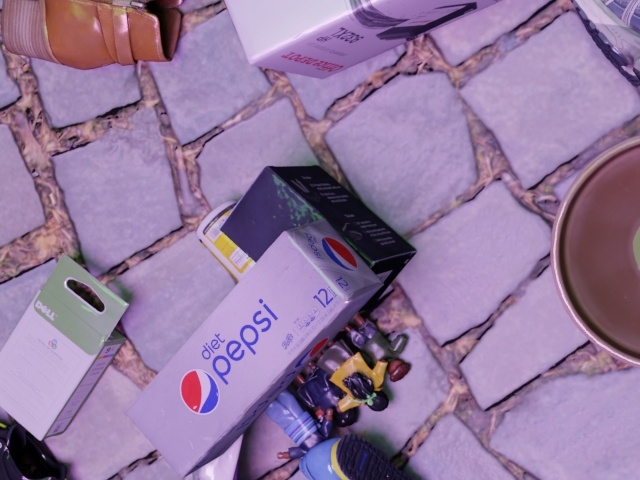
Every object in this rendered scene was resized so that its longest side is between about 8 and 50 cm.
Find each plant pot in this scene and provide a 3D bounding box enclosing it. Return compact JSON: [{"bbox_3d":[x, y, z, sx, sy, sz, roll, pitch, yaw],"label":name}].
[{"bbox_3d":[0.357,0.010,1.292,0.237,0.110,0.237,1,92,19],"label":"plant pot"}]

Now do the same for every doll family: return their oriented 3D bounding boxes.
[{"bbox_3d":[0.020,0.174,1.441,0.111,0.076,0.193,46,111,8],"label":"doll family"}]

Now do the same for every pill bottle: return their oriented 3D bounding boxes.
[{"bbox_3d":[-0.083,0.014,1.471,0.116,0.065,0.065,47,106,12],"label":"pill bottle"}]

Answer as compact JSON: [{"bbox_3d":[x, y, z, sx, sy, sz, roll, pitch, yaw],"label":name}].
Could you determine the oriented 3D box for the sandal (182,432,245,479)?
[{"bbox_3d":[-0.108,0.330,1.464,0.102,0.169,0.416,9,97,-13],"label":"sandal"}]

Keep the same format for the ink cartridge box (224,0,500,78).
[{"bbox_3d":[0.075,-0.286,1.319,0.307,0.223,0.129,-22,86,19],"label":"ink cartridge box"}]

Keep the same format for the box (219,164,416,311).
[{"bbox_3d":[0.000,0.000,1.393,0.158,0.156,0.093,42,106,14],"label":"box"}]

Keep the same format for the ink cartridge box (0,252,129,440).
[{"bbox_3d":[-0.312,0.127,1.558,0.109,0.062,0.209,37,103,14],"label":"ink cartridge box"}]

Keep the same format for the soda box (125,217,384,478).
[{"bbox_3d":[-0.070,0.110,1.302,0.098,0.091,0.286,47,116,12],"label":"soda box"}]

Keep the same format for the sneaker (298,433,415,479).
[{"bbox_3d":[0.063,0.294,1.412,0.209,0.069,0.082,44,133,-17],"label":"sneaker"}]

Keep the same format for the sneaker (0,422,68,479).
[{"bbox_3d":[-0.399,0.246,1.580,0.234,0.084,0.097,37,119,4],"label":"sneaker"}]

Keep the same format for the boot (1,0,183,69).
[{"bbox_3d":[-0.267,-0.342,1.497,0.220,0.109,0.283,7,96,20],"label":"boot"}]

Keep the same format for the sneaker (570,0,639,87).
[{"bbox_3d":[0.344,-0.208,1.256,0.122,0.110,0.283,-39,47,9],"label":"sneaker"}]
